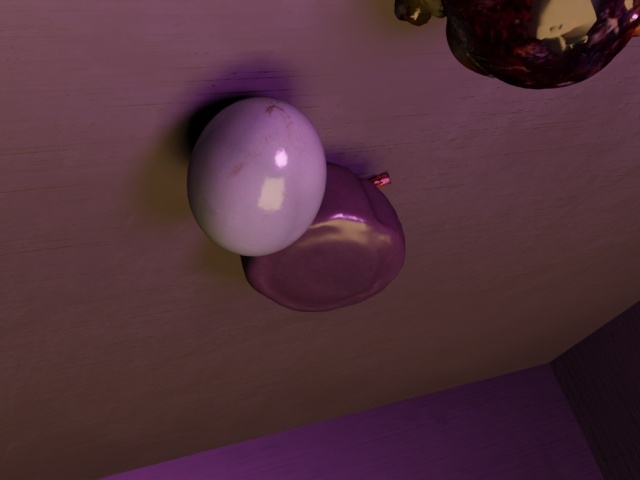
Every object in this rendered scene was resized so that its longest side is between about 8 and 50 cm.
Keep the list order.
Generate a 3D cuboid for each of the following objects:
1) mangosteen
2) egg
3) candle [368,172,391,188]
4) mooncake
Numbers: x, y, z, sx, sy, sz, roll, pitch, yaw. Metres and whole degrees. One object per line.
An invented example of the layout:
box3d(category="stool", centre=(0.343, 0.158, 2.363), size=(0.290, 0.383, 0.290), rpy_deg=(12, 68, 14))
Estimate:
box3d(category="mangosteen", centre=(0.186, -0.264, 0.871), size=(0.289, 0.231, 0.231), rpy_deg=(6, 177, 37))
box3d(category="egg", centre=(-0.077, -0.076, 1.071), size=(0.168, 0.168, 0.231), rpy_deg=(-13, 152, -20))
box3d(category="candle", centre=(0.030, -0.068, 1.373), size=(0.167, 0.021, 0.026), rpy_deg=(-21, 178, -3))
box3d(category="mooncake", centre=(0.000, 0.000, 1.311), size=(0.245, 0.133, 0.245), rpy_deg=(-11, 144, -8))
